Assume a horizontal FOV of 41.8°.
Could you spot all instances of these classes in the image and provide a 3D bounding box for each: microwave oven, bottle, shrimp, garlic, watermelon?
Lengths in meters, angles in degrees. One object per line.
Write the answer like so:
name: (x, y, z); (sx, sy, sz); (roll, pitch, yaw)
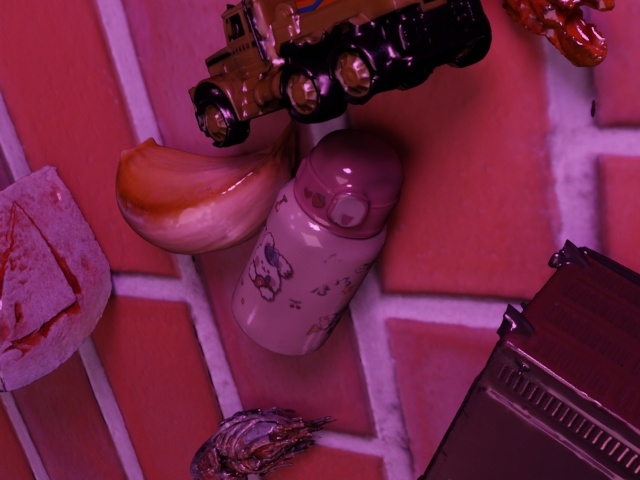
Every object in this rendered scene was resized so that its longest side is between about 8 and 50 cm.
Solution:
microwave oven: (0.213, 0.156, 0.708); (0.178, 0.188, 0.247); (32, 133, 17)
bottle: (0.000, 0.000, 0.785); (0.110, 0.110, 0.233); (35, 130, 8)
shrimp: (-0.070, 0.236, 0.993); (0.233, 0.079, 0.090); (-27, 107, 34)
garlic: (-0.106, -0.040, 0.835); (0.207, 0.128, 0.115); (-7, 138, 26)
watermelon: (-0.390, 0.029, 0.964); (0.262, 0.213, 0.201); (15, 124, 22)

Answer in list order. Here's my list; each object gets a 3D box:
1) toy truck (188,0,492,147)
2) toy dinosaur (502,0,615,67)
toy truck: (-0.004, -0.155, 0.656); (0.257, 0.127, 0.127); (-13, 103, 52)
toy dinosaur: (0.068, -0.307, 0.572); (0.432, 0.097, 0.208); (43, 142, 6)
